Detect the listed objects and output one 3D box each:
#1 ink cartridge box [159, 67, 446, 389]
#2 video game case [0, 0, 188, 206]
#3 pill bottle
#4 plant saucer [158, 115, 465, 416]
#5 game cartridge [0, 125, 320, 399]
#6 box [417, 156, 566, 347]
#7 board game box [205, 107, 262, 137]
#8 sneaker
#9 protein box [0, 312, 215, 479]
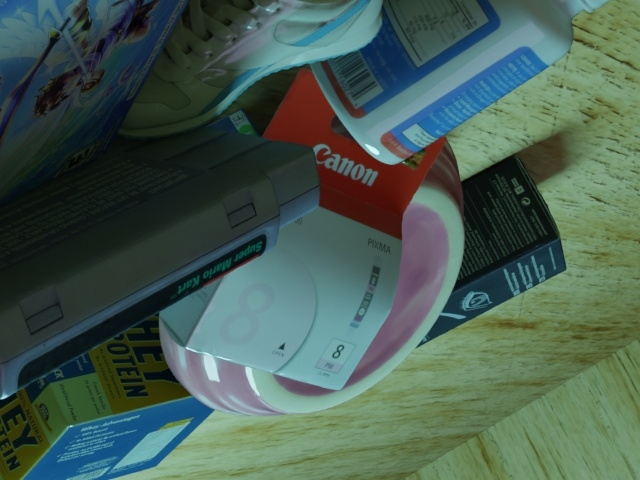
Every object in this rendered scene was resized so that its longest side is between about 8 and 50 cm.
[{"bbox_3d":[0.000,0.000,1.267,0.189,0.066,0.232,21,109,-44],"label":"ink cartridge box"},{"bbox_3d":[-0.166,-0.114,0.852,0.244,0.061,0.269,-31,161,-50],"label":"video game case"},{"bbox_3d":[0.110,-0.163,1.164,0.221,0.124,0.124,-32,161,18],"label":"pill bottle"},{"bbox_3d":[0.012,0.034,1.419,0.332,0.084,0.332,-27,138,-27],"label":"plant saucer"},{"bbox_3d":[-0.188,0.002,0.966,0.355,0.230,0.068,-30,128,-47],"label":"game cartridge"},{"bbox_3d":[0.157,0.017,1.735,0.207,0.108,0.153,-27,162,3],"label":"box"},{"bbox_3d":[-0.152,-0.026,1.216,0.201,0.035,0.136,-31,177,-39],"label":"board game box"},{"bbox_3d":[-0.061,-0.148,1.056,0.228,0.087,0.092,-28,155,-16],"label":"sneaker"},{"bbox_3d":[-0.223,0.144,1.523,0.200,0.136,0.201,-10,156,-39],"label":"protein box"}]
